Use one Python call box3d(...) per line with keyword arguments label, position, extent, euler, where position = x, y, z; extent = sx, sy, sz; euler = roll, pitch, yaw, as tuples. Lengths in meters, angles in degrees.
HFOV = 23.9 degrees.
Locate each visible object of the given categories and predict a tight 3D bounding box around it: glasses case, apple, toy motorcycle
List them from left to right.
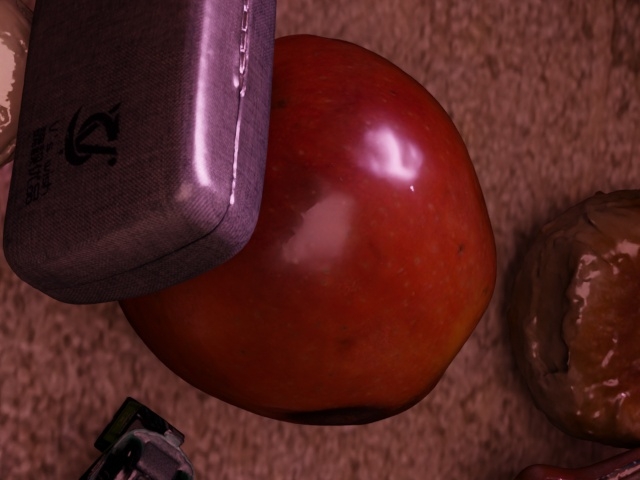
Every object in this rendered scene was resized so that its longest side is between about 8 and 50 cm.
box3d(label="toy motorcycle", position=(-0.139, 0.178, 0.900), extent=(0.058, 0.100, 0.173), euler=(39, 77, -16))
box3d(label="glasses case", position=(-0.090, -0.122, 0.818), extent=(0.074, 0.131, 0.323), euler=(37, 44, -44))
box3d(label="apple", position=(0.000, 0.000, 0.882), extent=(0.230, 0.230, 0.230), euler=(-1, 93, -20))

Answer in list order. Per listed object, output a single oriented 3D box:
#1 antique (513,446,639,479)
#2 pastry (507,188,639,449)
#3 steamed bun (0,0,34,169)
box3d(label="antique", position=(0.230, 0.241, 0.999), extent=(0.278, 0.129, 0.223), euler=(24, 111, -29))
box3d(label="pastry", position=(0.222, 0.057, 1.027), extent=(0.192, 0.093, 0.182), euler=(-1, 99, -23))
box3d(label="steamed bun", position=(-0.214, -0.087, 0.863), extent=(0.112, 0.091, 0.130), euler=(45, 80, -12))
